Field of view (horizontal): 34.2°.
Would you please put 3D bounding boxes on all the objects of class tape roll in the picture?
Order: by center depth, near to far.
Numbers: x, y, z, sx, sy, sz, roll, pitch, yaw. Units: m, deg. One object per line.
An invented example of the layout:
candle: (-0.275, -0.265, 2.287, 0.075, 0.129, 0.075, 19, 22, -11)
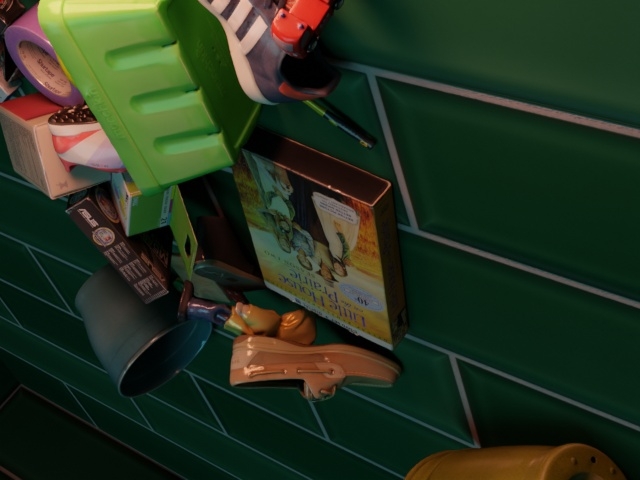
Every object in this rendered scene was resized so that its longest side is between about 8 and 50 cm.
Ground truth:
tape roll: (-0.476, -0.336, 1.893, 0.189, 0.080, 0.189, 30, 151, 19)

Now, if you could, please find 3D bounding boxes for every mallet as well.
mallet: (-0.002, -0.192, 1.569, 0.189, 0.039, 0.062, 38, 152, -6)

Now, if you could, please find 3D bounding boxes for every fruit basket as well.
fruit basket: (-0.300, -0.281, 1.589, 0.392, 0.283, 0.392, 14, 141, 11)

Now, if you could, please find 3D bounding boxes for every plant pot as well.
plant pot: (0.375, 0.523, 1.897, 0.366, 0.366, 0.353, 43, 141, -7)
plant pot: (-0.440, 0.189, 2.484, 0.255, 0.271, 0.272, 47, 157, 20)

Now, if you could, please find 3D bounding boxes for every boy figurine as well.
boy figurine: (-0.145, 0.152, 2.097, 0.285, 0.092, 0.177, 10, 166, -1)

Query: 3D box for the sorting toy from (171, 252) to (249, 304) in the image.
sorting toy: (-0.250, 0.069, 2.267, 0.274, 0.046, 0.132, 5, 138, 49)

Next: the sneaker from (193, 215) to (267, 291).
sneaker: (-0.173, 0.028, 2.091, 0.083, 0.118, 0.222, -12, 158, 26)

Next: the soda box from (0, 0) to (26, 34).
soda box: (-0.626, -0.464, 1.913, 0.169, 0.053, 0.060, 46, 153, -14)

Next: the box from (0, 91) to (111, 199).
box: (-0.519, -0.192, 2.019, 0.232, 0.127, 0.149, 28, 132, 52)

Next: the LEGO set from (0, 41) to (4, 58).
LEGO set: (-0.781, -0.371, 1.995, 0.331, 0.255, 0.192, 5, 141, 17)

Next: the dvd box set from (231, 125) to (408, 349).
dvd box set: (0.000, 0.000, 1.828, 0.307, 0.062, 0.420, 26, 150, 26)

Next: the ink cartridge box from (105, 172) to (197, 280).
ink cartridge box: (-0.324, -0.057, 1.984, 0.189, 0.097, 0.255, 116, 134, -63)

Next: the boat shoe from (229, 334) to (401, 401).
boat shoe: (-0.010, 0.268, 2.066, 0.341, 0.110, 0.122, 8, 156, -5)

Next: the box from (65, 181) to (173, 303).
box: (-0.407, -0.032, 2.145, 0.270, 0.060, 0.216, 54, -166, -29)

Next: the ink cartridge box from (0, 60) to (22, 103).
ink cartridge box: (-0.725, -0.378, 2.178, 0.207, 0.046, 0.097, 47, 151, -14)

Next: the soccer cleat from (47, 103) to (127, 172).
soccer cleat: (-0.329, -0.172, 1.846, 0.318, 0.108, 0.116, 4, 121, 17)

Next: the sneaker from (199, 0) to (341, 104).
sneaker: (-0.070, -0.323, 1.368, 0.148, 0.131, 0.350, 10, 147, 34)

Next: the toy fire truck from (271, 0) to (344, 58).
toy fire truck: (0.000, -0.320, 1.253, 0.047, 0.192, 0.135, 34, -179, 13)

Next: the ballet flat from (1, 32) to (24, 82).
ballet flat: (-0.600, -0.367, 2.035, 0.057, 0.049, 0.173, 34, 153, 9)
